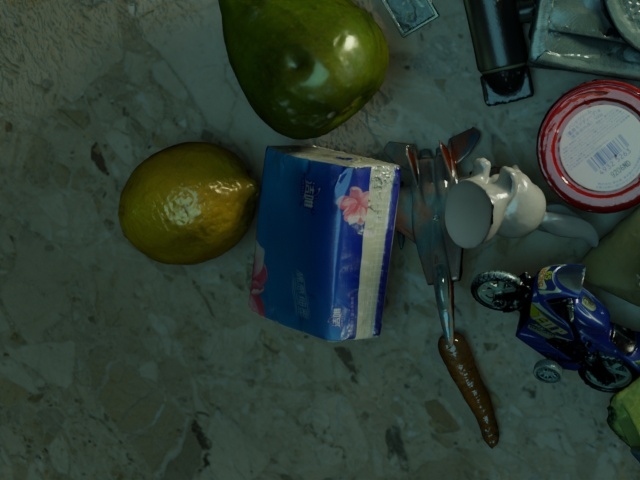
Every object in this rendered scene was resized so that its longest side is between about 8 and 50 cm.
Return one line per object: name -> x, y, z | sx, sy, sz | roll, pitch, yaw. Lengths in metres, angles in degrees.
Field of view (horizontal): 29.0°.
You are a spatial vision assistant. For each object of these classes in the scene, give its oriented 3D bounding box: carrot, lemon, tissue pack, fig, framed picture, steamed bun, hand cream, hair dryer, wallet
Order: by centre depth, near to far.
wallet -> 0.426, -0.397, 1.717 | 0.237, 0.075, 0.342 | 8, 96, -5
steamed bun -> 0.507, 0.046, 1.743 | 0.212, 0.110, 0.231 | 38, 130, -3
hand cream -> 0.404, -0.135, 1.761 | 0.193, 0.125, 0.193 | 2, 98, 17
hair dryer -> 0.340, -0.315, 1.784 | 0.248, 0.078, 0.195 | -12, 96, 10
fig -> -0.027, -0.303, 1.807 | 0.233, 0.233, 0.314 | -21, 71, 16
tissue pack -> 0.000, 0.000, 1.847 | 0.209, 0.137, 0.269 | 18, 106, 42
framed picture -> 0.130, -0.360, 1.859 | 0.066, 0.006, 0.089 | -29, 90, 17
lemon -> -0.206, -0.054, 1.897 | 0.257, 0.188, 0.188 | -18, 93, 25
carrot -> 0.232, 0.229, 1.901 | 0.047, 0.047, 0.191 | -23, 96, 16

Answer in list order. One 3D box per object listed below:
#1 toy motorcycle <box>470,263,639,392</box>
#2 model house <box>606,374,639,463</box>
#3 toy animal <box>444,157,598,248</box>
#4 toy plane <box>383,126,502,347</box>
toy motorcycle -> 0.368, 0.121, 1.772 | 0.315, 0.113, 0.169 | 35, 139, -17
model house -> 0.538, 0.283, 1.717 | 0.214, 0.189, 0.195 | -33, 117, 13
toy animal -> 0.296, -0.053, 1.763 | 0.104, 0.221, 0.131 | -2, 89, 60
toy plane -> 0.179, -0.003, 1.835 | 0.223, 0.104, 0.326 | -8, 81, 16
